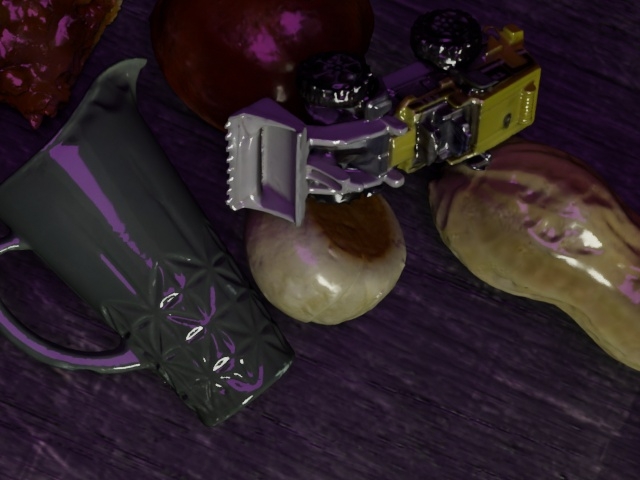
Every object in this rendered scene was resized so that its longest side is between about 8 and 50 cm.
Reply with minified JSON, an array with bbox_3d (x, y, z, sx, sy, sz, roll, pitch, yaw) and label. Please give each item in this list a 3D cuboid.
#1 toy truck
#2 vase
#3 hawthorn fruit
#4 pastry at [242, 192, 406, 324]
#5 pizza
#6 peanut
[{"bbox_3d":[0.058,-0.097,1.571,0.286,0.136,0.111,-25,49,-25],"label":"toy truck"},{"bbox_3d":[-0.161,0.025,1.634,0.251,0.156,0.301,-40,95,-12],"label":"vase"},{"bbox_3d":[-0.059,-0.185,1.645,0.202,0.185,0.185,33,82,6],"label":"hawthorn fruit"},{"bbox_3d":[0.000,0.000,1.649,0.092,0.156,0.156,-35,87,35],"label":"pastry"},{"bbox_3d":[-0.269,-0.212,1.675,0.289,0.081,0.228,-8,85,-7],"label":"pizza"},{"bbox_3d":[0.241,0.018,1.665,0.313,0.149,0.149,37,82,0],"label":"peanut"}]
